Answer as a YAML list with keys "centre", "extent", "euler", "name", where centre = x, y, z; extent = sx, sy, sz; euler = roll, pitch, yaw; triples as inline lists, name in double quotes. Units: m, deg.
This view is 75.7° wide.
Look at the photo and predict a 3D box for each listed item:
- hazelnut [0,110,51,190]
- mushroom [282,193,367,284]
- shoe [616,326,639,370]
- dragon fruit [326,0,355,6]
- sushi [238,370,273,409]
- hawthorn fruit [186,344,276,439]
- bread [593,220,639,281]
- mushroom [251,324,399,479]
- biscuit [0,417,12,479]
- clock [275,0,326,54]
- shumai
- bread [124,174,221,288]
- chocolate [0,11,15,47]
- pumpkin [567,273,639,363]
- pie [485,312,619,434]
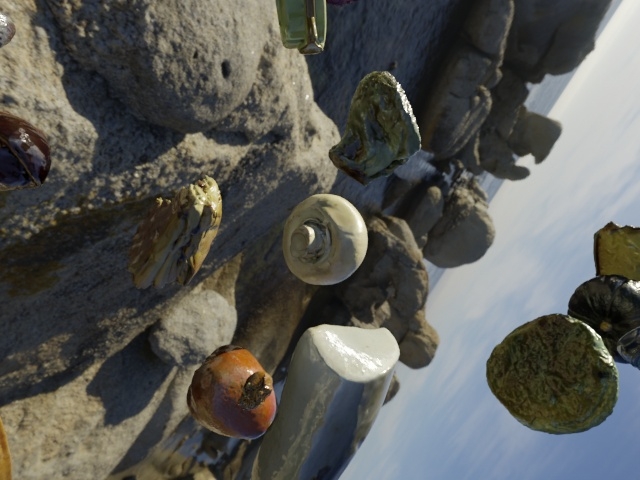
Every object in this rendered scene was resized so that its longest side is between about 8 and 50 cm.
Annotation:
- centre: [-0.665, -0.173, 0.843]
  extent: [0.201, 0.161, 0.170]
  euler: [-20, 122, 2]
  name: "hazelnut"
- centre: [0.000, 0.000, 1.074]
  extent: [0.202, 0.246, 0.246]
  euler: [-2, 124, -61]
  name: "mushroom"
- centre: [0.380, 0.140, 0.422]
  extent: [0.064, 0.142, 0.071]
  euler: [-64, 172, 31]
  name: "shoe"
- centre: [0.091, -0.912, 1.290]
  extent: [0.240, 0.302, 0.330]
  euler: [-10, 152, -49]
  name: "dragon fruit"
- centre: [-0.126, 0.296, 0.800]
  extent: [0.060, 0.061, 0.118]
  euler: [-86, -171, -48]
  name: "sushi"
- centre: [-0.187, 0.369, 0.948]
  extent: [0.199, 0.251, 0.199]
  euler: [-47, 169, -12]
  name: "hawthorn fruit"
- centre: [0.878, 0.049, 1.136]
  extent: [0.133, 0.174, 0.252]
  euler: [-24, 110, -20]
  name: "bread"
- centre: [-0.013, 0.315, 0.606]
  extent: [0.177, 0.126, 0.397]
  euler: [12, 106, -46]
  name: "mushroom"
- centre: [-0.698, 0.333, 0.782]
  extent: [0.070, 0.394, 0.351]
  euler: [-19, 109, -57]
  name: "biscuit"
- centre: [-0.047, -0.516, 0.865]
  extent: [0.308, 0.096, 0.235]
  euler: [-104, -172, -53]
  name: "clock"
- centre: [0.116, -0.284, 1.022]
  extent: [0.225, 0.221, 0.261]
  euler: [58, 20, -45]
  name: "shumai"
- centre: [-0.424, -0.034, 1.268]
  extent: [0.191, 0.314, 0.370]
  euler: [31, 108, -31]
  name: "bread"
- centre: [-0.600, -0.344, 0.679]
  extent: [0.167, 0.072, 0.072]
  euler: [-27, 150, -28]
  name: "chocolate"
- centre: [0.746, 0.195, 1.039]
  extent: [0.161, 0.220, 0.221]
  euler: [-13, 138, -37]
  name: "pumpkin"
- centre: [0.506, 0.294, 0.923]
  extent: [0.277, 0.078, 0.277]
  euler: [-40, -154, 24]
  name: "pie"
